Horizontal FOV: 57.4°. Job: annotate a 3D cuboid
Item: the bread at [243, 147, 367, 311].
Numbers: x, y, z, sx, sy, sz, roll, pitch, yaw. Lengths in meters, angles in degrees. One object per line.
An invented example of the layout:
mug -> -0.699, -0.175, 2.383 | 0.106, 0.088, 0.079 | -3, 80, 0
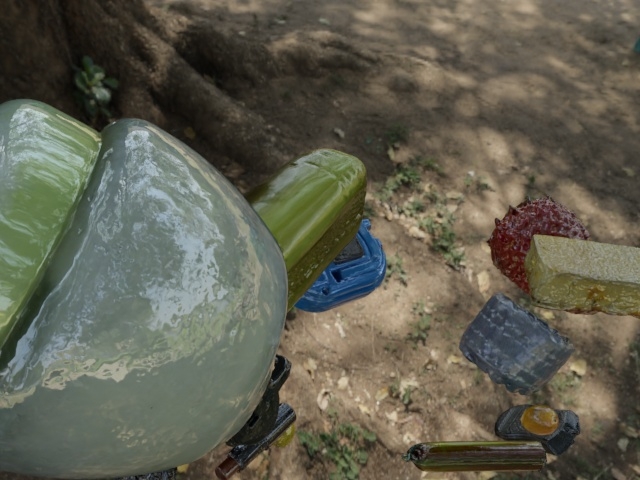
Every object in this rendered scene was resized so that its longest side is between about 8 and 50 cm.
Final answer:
bread -> -0.060, -0.032, 1.194 | 0.208, 0.251, 0.376 | 34, 54, 19

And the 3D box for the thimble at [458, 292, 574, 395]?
thimble -> 0.444, 0.241, 1.336 | 0.236, 0.172, 0.205 | 22, 18, -48

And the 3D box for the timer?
timer -> 0.000, 0.000, 1.473 | 0.308, 0.115, 0.340 | -15, 69, -34

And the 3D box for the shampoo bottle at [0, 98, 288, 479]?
shampoo bottle -> -0.202, 0.050, 0.544 | 0.317, 0.322, 0.322 | 27, 29, -29

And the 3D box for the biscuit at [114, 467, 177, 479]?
biscuit -> -0.436, 0.558, 1.450 | 0.194, 0.195, 0.053 | 21, 4, 26

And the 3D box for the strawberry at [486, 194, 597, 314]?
strawberry -> 0.635, 0.052, 1.630 | 0.292, 0.292, 0.344 | -14, 50, -14

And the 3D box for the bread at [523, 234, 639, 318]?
bread -> 0.614, 0.085, 1.315 | 0.274, 0.114, 0.185 | 6, 32, 9

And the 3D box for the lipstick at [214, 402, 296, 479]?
lipstick -> -0.186, 0.583, 1.695 | 0.081, 0.081, 0.299 | 26, 38, 30

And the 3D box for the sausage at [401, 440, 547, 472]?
sausage -> 0.360, 0.515, 1.392 | 0.371, 0.082, 0.082 | 6, 37, -17

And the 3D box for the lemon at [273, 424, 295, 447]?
lemon -> -0.141, 0.640, 1.994 | 0.109, 0.109, 0.133 | -4, 59, -2

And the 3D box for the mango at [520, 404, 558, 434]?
mango -> 0.385, 0.319, 1.036 | 0.060, 0.089, 0.046 | 26, 65, 1

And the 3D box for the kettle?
kettle -> -0.253, 0.414, 1.585 | 0.307, 0.203, 0.262 | 4, 11, 40

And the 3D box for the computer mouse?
computer mouse -> 0.626, 0.544, 1.665 | 0.147, 0.088, 0.264 | -41, 12, -28
